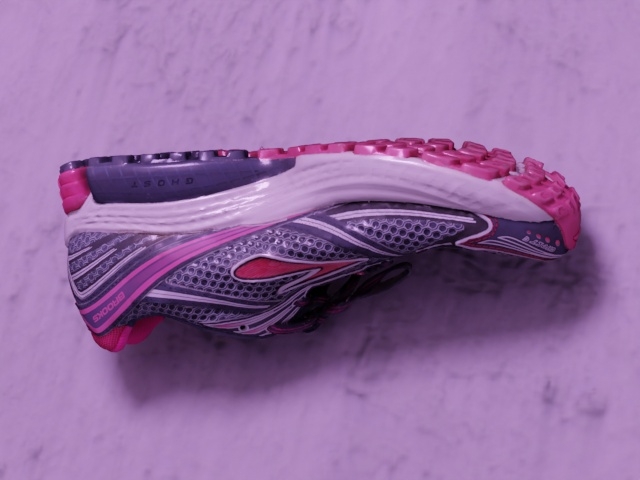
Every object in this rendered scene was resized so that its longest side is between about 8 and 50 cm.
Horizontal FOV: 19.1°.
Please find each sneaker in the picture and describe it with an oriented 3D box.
[{"bbox_3d":[0.000,0.000,1.063,0.299,0.121,0.112,-3,93,21],"label":"sneaker"}]
